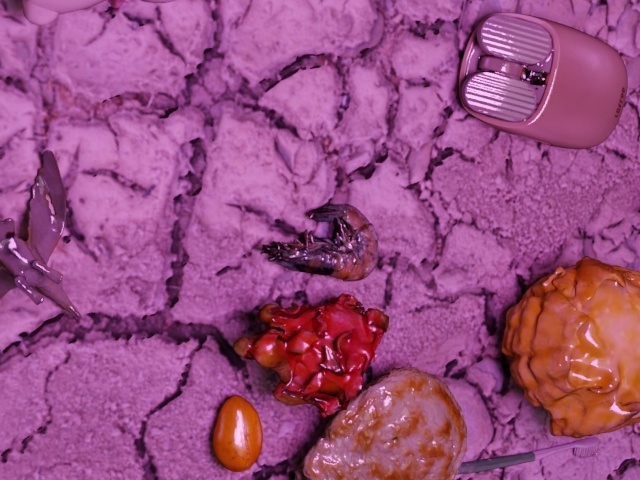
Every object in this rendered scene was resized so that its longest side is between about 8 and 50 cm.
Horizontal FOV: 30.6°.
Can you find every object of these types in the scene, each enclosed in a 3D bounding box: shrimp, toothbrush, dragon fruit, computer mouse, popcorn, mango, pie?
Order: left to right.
[{"bbox_3d":[-0.096,0.222,1.353,0.060,0.046,0.089,-8,99,-23],"label":"mango"},{"bbox_3d":[-0.007,0.125,1.313,0.207,0.150,0.133,10,104,-38],"label":"dragon fruit"},{"bbox_3d":[0.000,0.000,1.364,0.161,0.034,0.091,5,87,-32],"label":"shrimp"},{"bbox_3d":[0.067,0.261,1.410,0.248,0.090,0.201,-49,120,-8],"label":"pie"},{"bbox_3d":[0.263,0.288,1.549,0.257,0.018,0.024,-3,108,-25],"label":"toothbrush"},{"bbox_3d":[0.277,-0.191,1.422,0.236,0.082,0.145,14,95,-28],"label":"computer mouse"},{"bbox_3d":[0.343,0.137,1.462,0.250,0.190,0.250,-4,104,-17],"label":"popcorn"}]

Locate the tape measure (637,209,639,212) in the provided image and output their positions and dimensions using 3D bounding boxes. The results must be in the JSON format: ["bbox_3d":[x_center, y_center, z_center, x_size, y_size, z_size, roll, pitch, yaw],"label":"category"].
[{"bbox_3d":[0.511,-0.106,1.542,0.154,0.087,0.177,13,94,-14],"label":"tape measure"}]

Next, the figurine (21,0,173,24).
[{"bbox_3d":[-0.186,-0.302,1.168,0.235,0.127,0.155,-10,95,-28],"label":"figurine"}]

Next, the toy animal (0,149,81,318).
[{"bbox_3d":[-0.297,0.039,1.197,0.219,0.095,0.155,-46,111,-9],"label":"toy animal"}]
